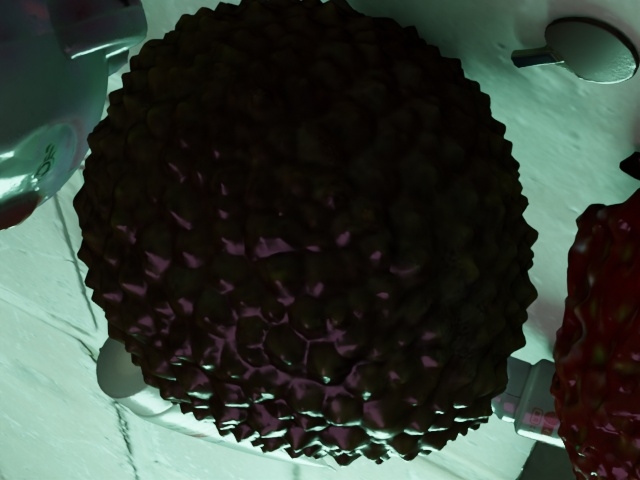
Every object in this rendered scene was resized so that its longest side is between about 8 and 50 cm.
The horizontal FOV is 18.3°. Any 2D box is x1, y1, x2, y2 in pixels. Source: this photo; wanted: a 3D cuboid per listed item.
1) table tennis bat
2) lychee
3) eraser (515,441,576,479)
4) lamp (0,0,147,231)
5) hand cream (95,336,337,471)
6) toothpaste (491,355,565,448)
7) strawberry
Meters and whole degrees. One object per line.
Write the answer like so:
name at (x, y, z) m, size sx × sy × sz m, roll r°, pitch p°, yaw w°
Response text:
table tennis bat at (0.134, -0.100, 1.061) m, size 0.083 × 0.007 × 0.050 m, roll -1°, pitch 142°, yaw 50°
lychee at (0.000, 0.000, 1.101) m, size 0.267 × 0.267 × 0.267 m, roll 26°, pitch 158°, yaw 12°
eraser at (0.198, 0.227, 1.589) m, size 0.111 × 0.077 × 0.352 m, roll 25°, pitch 157°, yaw 8°
lamp at (-0.252, -0.118, 1.306) m, size 0.301 × 0.247 × 0.247 m, roll 162°, pitch 91°, yaw -76°
hand cream at (-0.103, 0.155, 1.836) m, size 0.133 × 0.083 × 0.248 m, roll 12°, pitch 161°, yaw 44°
toothpaste at (0.217, 0.133, 1.404) m, size 0.234 × 0.057 × 0.089 m, roll 18°, pitch 153°, yaw 6°
strawberry at (0.223, 0.086, 1.128) m, size 0.234 × 0.178 × 0.234 m, roll 20°, pitch 153°, yaw 11°
